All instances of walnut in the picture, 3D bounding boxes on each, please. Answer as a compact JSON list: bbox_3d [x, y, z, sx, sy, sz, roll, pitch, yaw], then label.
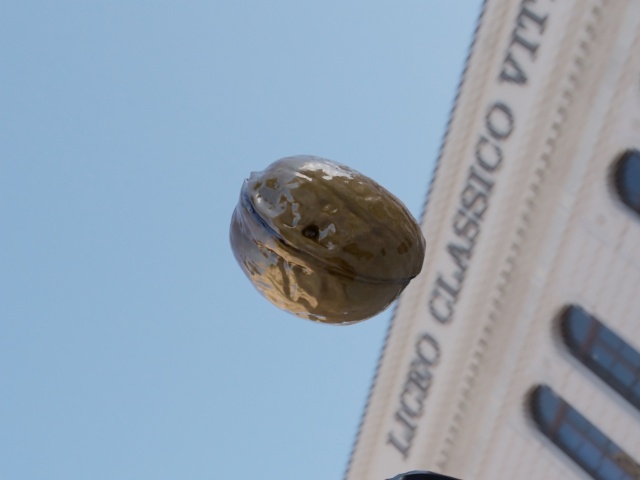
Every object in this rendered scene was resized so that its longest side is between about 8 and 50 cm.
[{"bbox_3d":[0.000,0.000,1.309,0.144,0.180,0.144,-54,-8,-12],"label":"walnut"}]

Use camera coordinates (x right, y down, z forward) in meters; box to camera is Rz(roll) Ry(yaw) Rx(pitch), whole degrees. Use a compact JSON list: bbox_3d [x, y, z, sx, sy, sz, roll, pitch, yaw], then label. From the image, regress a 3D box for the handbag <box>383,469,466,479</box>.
[{"bbox_3d":[0.099,0.283,0.804,0.329,0.122,0.303,17,-57,-29],"label":"handbag"}]
